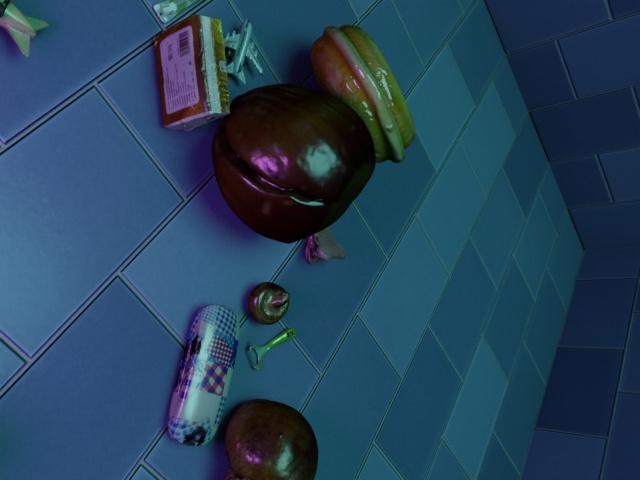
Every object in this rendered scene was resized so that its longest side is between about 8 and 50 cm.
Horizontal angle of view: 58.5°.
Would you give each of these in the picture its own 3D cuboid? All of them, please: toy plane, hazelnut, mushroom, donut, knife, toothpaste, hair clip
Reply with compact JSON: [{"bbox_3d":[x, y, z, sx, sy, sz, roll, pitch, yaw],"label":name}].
[{"bbox_3d":[-0.215,-0.511,1.528,0.162,0.065,0.171,21,68,-43],"label":"toy plane"},{"bbox_3d":[-0.630,-0.456,1.056,0.244,0.092,0.229,43,40,-39],"label":"toy plane"},{"bbox_3d":[-0.069,-0.188,1.439,0.429,0.401,0.402,-50,121,-47],"label":"hazelnut"},{"bbox_3d":[-0.136,0.164,1.514,0.126,0.085,0.109,34,96,-42],"label":"mushroom"},{"bbox_3d":[0.126,-0.424,1.683,0.449,0.198,0.449,60,5,-9],"label":"donut"},{"bbox_3d":[-0.131,0.279,1.546,0.166,0.022,0.078,-29,112,-44],"label":"knife"},{"bbox_3d":[-0.338,-0.603,1.434,0.197,0.029,0.048,-49,119,-36],"label":"toothpaste"},{"bbox_3d":[0.009,-0.002,1.677,0.123,0.102,0.138,9,78,-49],"label":"hair clip"},{"bbox_3d":[-0.123,0.531,1.392,0.263,0.195,0.283,45,56,-17],"label":"mushroom"}]

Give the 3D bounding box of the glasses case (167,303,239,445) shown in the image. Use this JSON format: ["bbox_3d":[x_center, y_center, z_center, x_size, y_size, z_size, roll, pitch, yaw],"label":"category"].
[{"bbox_3d":[-0.270,0.313,1.352,0.125,0.076,0.328,30,65,-43],"label":"glasses case"}]

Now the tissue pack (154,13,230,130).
[{"bbox_3d":[-0.302,-0.383,1.328,0.091,0.183,0.226,-9,92,-48],"label":"tissue pack"}]
